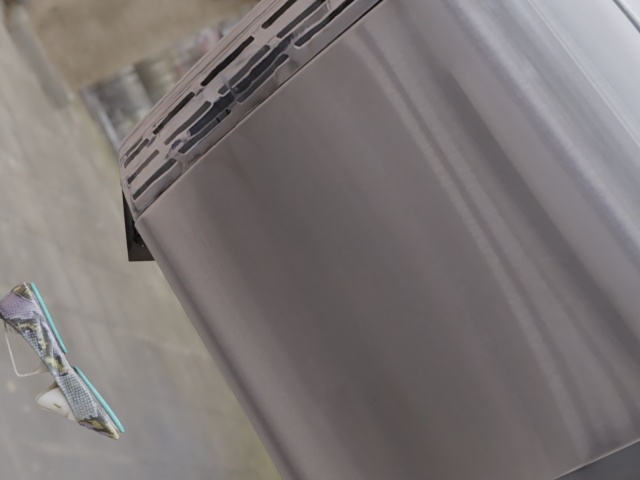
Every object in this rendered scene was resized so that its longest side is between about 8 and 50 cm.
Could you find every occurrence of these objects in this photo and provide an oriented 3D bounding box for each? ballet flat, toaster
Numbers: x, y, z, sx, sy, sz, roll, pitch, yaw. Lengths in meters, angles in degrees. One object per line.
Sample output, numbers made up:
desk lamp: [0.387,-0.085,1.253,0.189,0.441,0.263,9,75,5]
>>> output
ballet flat: [-0.166,0.082,1.008,0.114,0.041,0.041,59,7,-4]
toaster: [0.044,-0.006,0.429,0.129,0.227,0.146,-31,87,-40]

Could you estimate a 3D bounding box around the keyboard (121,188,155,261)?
keyboard: [0.000,0.000,0.805,0.100,0.192,0.038,94,-7,-58]
